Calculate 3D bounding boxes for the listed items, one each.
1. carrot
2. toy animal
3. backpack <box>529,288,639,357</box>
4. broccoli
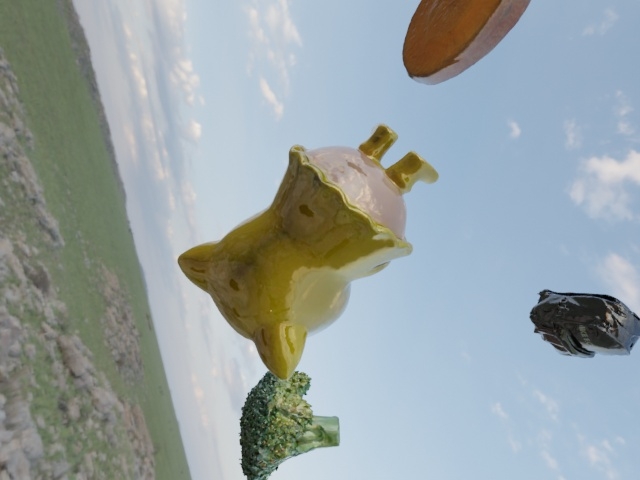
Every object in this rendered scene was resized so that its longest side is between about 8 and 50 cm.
[{"bbox_3d":[0.292,-0.455,0.961,0.307,0.100,0.258,-53,-148,20],"label":"carrot"},{"bbox_3d":[-0.004,-0.003,0.423,0.156,0.230,0.156,43,4,-4],"label":"toy animal"},{"bbox_3d":[0.447,0.146,0.801,0.120,0.106,0.165,36,-11,-9],"label":"backpack"},{"bbox_3d":[-0.053,0.340,0.862,0.194,0.194,0.220,125,-29,-63],"label":"broccoli"}]
